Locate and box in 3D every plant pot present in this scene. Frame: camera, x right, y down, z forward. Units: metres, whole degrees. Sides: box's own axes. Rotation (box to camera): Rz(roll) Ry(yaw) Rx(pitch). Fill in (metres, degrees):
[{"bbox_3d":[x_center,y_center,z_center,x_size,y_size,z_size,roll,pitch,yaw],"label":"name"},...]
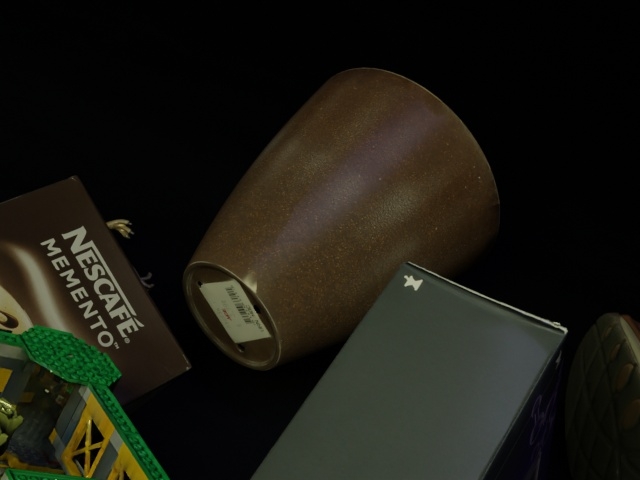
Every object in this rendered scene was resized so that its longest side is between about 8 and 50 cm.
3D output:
[{"bbox_3d":[0.000,0.000,1.010,0.215,0.215,0.230,34,52,22],"label":"plant pot"}]

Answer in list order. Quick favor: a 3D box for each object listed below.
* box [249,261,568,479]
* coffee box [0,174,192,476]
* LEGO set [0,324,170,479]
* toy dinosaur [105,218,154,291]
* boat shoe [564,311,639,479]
[{"bbox_3d":[0.023,0.171,0.604,0.103,0.184,0.261,21,55,25],"label":"box"},{"bbox_3d":[-0.255,0.091,0.772,0.297,0.119,0.168,-27,82,-45],"label":"coffee box"},{"bbox_3d":[-0.226,0.154,0.565,0.331,0.192,0.255,15,18,-48],"label":"LEGO set"},{"bbox_3d":[-0.205,0.015,1.008,0.183,0.053,0.092,34,39,22],"label":"toy dinosaur"},{"bbox_3d":[0.286,0.200,0.921,0.119,0.123,0.324,10,43,-20],"label":"boat shoe"}]
